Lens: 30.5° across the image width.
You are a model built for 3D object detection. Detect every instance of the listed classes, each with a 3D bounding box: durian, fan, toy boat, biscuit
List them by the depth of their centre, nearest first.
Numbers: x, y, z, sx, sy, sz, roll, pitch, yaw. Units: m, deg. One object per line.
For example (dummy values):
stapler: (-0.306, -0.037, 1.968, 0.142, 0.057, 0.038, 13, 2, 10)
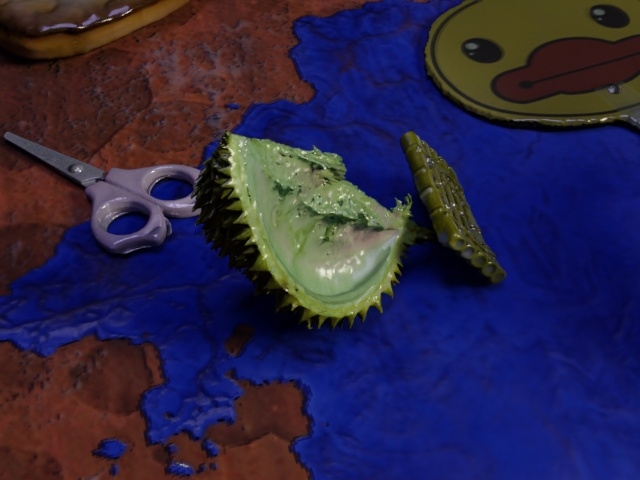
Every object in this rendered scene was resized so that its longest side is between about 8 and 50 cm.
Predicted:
durian: (0.000, 0.000, 0.731, 0.215, 0.100, 0.086, 23, 20, -44)
toy boat: (0.087, -0.023, 0.791, 0.016, 0.063, 0.115, -37, 42, 18)
fan: (0.214, -0.133, 0.940, 0.230, 0.011, 0.335, -18, 43, -16)
biscuit: (-0.172, -0.245, 1.059, 0.154, 0.045, 0.299, 27, 49, 30)

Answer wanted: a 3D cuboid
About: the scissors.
scissors: (-0.170, -0.046, 0.866, 0.189, 0.015, 0.100, 24, 47, 29)
